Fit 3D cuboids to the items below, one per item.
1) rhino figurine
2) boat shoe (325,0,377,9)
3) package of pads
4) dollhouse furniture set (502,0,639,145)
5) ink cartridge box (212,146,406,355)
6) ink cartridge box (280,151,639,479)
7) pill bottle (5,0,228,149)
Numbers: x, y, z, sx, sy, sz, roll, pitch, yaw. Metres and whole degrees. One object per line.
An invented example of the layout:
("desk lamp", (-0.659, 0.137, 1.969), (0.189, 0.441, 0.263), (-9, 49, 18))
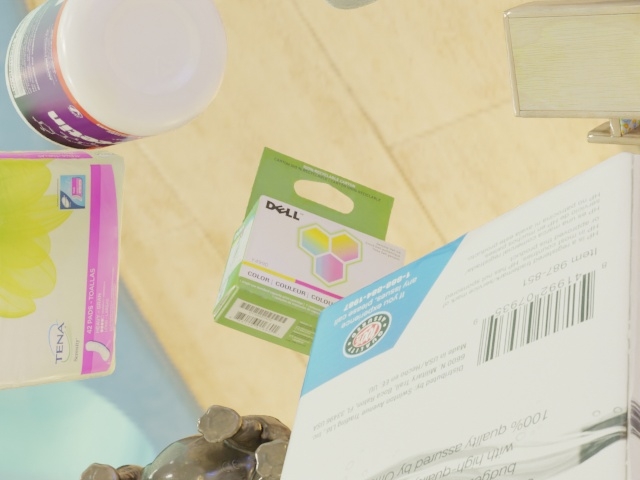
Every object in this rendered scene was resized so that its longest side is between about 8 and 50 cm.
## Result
("rhino figurine", (-0.118, 0.184, 0.988), (0.243, 0.073, 0.106), (-25, 160, 8))
("boat shoe", (0.094, -0.368, 1.815), (0.227, 0.081, 0.079), (-40, 96, -3))
("package of pads", (-0.366, 0.035, 1.790), (0.229, 0.101, 0.296), (-4, 101, -40))
("dollhouse furniture set", (0.303, -0.188, 1.305), (0.161, 0.242, 0.212), (6, 113, 41))
("ink cartridge box", (0.000, 0.000, 1.682), (0.189, 0.255, 0.097), (21, 147, -11))
("ink cartridge box", (0.091, 0.137, 0.699), (0.223, 0.307, 0.129), (-28, 121, 34))
("pill bottle", (-0.239, -0.195, 1.589), (0.181, 0.181, 0.323), (34, 165, -21))
